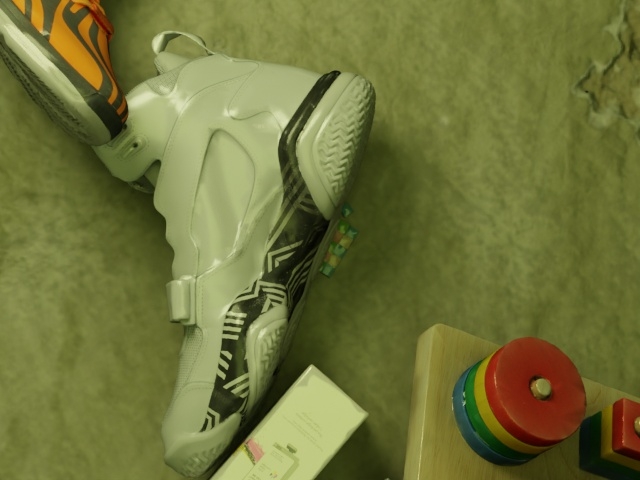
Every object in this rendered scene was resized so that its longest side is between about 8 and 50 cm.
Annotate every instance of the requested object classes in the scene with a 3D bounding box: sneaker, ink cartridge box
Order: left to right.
[{"bbox_3d":[-0.204,-0.224,1.309,0.180,0.124,0.321,-34,57,-8],"label":"sneaker"},{"bbox_3d":[-0.106,0.002,1.338,0.210,0.137,0.366,21,85,5],"label":"sneaker"},{"bbox_3d":[-0.049,0.199,1.326,0.067,0.115,0.198,41,86,2],"label":"ink cartridge box"}]

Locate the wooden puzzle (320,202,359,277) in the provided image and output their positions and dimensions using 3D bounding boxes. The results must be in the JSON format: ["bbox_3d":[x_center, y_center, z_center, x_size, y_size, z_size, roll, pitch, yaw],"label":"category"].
[{"bbox_3d":[0.000,0.000,1.400,0.049,0.006,0.083,32,84,1],"label":"wooden puzzle"}]

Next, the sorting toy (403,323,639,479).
[{"bbox_3d":[0.197,0.207,1.255,0.255,0.089,0.257,21,56,-20],"label":"sorting toy"}]

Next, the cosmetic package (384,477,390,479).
[{"bbox_3d":[-0.010,0.420,1.283,0.377,0.097,0.284,-37,89,7],"label":"cosmetic package"}]
